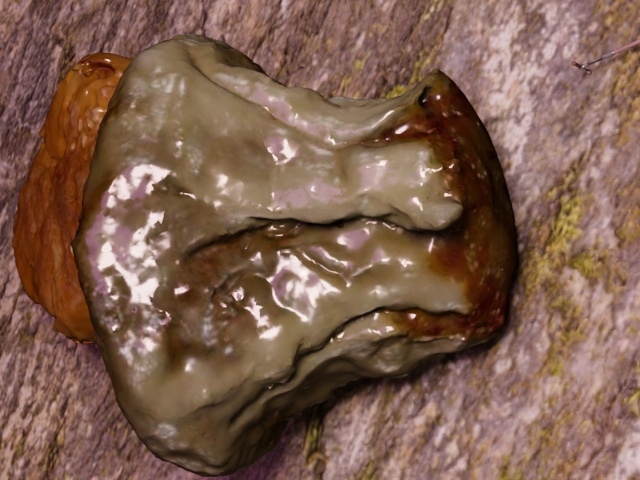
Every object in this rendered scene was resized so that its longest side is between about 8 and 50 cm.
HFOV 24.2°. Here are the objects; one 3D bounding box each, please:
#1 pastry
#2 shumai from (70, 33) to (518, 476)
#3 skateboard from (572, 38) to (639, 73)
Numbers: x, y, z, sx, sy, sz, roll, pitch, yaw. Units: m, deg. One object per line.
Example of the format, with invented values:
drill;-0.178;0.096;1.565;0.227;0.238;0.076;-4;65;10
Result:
pastry;-0.204;-0.043;1.550;0.311;0.161;0.255;-62;39;38
shumai;0.000;0.000;1.292;0.323;0.324;0.398;-6;72;22
skateboard;0.261;-0.147;1.276;0.083;0.032;0.064;-20;75;33
